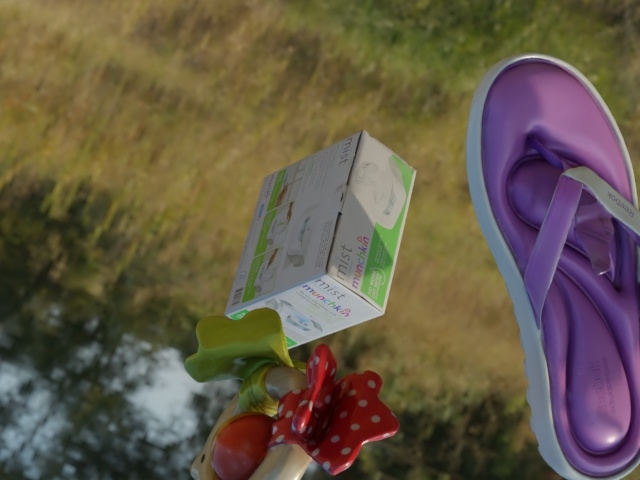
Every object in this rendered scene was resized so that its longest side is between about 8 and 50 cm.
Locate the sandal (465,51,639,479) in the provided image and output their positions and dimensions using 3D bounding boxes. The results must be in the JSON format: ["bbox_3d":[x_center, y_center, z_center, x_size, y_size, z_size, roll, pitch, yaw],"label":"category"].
[{"bbox_3d":[0.251,0.026,1.447,0.169,0.416,0.102,-19,-168,-24],"label":"sandal"}]

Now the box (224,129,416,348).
[{"bbox_3d":[0.000,0.000,2.313,0.127,0.262,0.231,36,141,-29],"label":"box"}]

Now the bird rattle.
[{"bbox_3d":[-0.038,0.183,1.490,0.143,0.207,0.253,30,-177,-34],"label":"bird rattle"}]

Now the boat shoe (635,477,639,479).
[{"bbox_3d":[0.337,0.339,1.774,0.109,0.302,0.098,57,-178,9],"label":"boat shoe"}]
